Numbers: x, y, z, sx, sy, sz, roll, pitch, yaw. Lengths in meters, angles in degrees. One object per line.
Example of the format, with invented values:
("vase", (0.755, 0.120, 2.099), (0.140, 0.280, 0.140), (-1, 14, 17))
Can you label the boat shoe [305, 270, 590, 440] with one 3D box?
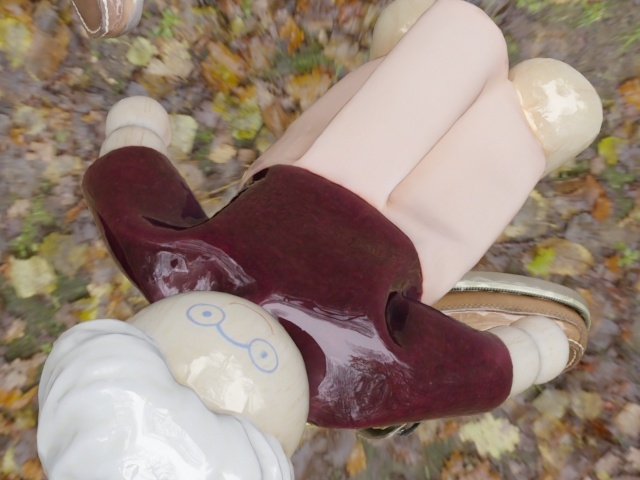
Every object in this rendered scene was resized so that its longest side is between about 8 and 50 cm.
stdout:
("boat shoe", (0.044, 0.093, 0.916), (0.307, 0.111, 0.104), (-3, 53, -2))

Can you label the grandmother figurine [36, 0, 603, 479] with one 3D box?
("grandmother figurine", (0.000, 0.000, 0.505), (0.207, 0.342, 0.104), (21, 125, 13))

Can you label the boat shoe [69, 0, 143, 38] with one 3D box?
("boat shoe", (-0.257, -0.323, 1.137), (0.116, 0.123, 0.324), (-25, 92, -29))
